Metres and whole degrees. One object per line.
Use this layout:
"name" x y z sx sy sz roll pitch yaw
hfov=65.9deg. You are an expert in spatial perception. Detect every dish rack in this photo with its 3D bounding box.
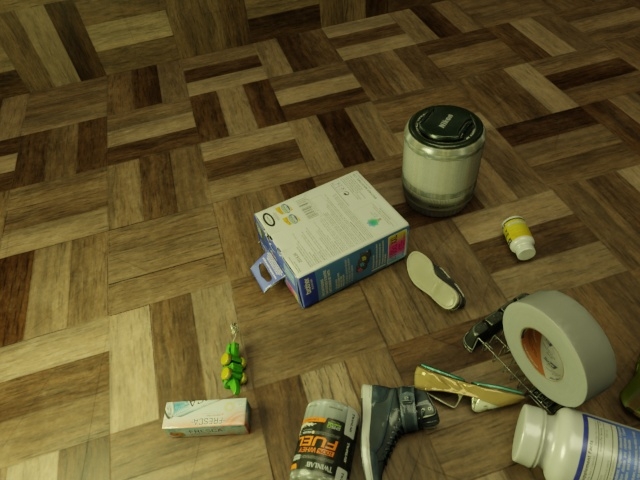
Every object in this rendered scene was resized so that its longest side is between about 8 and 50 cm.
"dish rack" 0.487 0.255 1.117 0.208 0.074 0.271 -29 54 -16

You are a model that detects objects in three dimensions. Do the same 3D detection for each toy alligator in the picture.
"toy alligator" -0.215 0.288 1.180 0.051 0.056 0.189 -39 42 27

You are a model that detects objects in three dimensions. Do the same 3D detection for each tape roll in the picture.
"tape roll" 0.460 0.208 0.968 0.072 0.219 0.219 -22 50 -13

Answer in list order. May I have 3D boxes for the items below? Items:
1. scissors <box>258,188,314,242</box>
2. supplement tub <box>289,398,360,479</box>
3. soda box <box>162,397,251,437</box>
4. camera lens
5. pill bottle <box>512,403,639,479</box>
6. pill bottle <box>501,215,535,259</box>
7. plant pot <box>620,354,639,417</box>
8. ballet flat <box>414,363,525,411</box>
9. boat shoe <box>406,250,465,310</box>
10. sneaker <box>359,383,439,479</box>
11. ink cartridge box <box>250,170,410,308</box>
"scissors" -0.053 -0.067 1.492 0.109 0.021 0.297 30 56 26
"supplement tub" 0.008 0.427 0.985 0.117 0.117 0.190 6 50 12
"soda box" -0.247 0.390 1.085 0.183 0.058 0.063 -4 49 2
"camera lens" 0.347 -0.231 1.423 0.219 0.274 0.219 -3 49 3
"pill bottle" 0.512 0.407 0.924 0.272 0.152 0.152 14 52 18
"pill bottle" 0.541 -0.006 1.342 0.065 0.065 0.116 -6 48 1
"plant pot" 0.749 0.280 0.967 0.207 0.227 0.228 -41 56 -19
"ballet flat" 0.319 0.334 1.076 0.232 0.080 0.073 12 79 19
"boat shoe" 0.300 0.106 1.289 0.065 0.075 0.206 16 26 -40
"sneaker" 0.163 0.401 1.011 0.163 0.086 0.226 -1 48 9
"ink cartridge box" 0.000 0.000 1.341 0.395 0.151 0.270 -24 50 -16
